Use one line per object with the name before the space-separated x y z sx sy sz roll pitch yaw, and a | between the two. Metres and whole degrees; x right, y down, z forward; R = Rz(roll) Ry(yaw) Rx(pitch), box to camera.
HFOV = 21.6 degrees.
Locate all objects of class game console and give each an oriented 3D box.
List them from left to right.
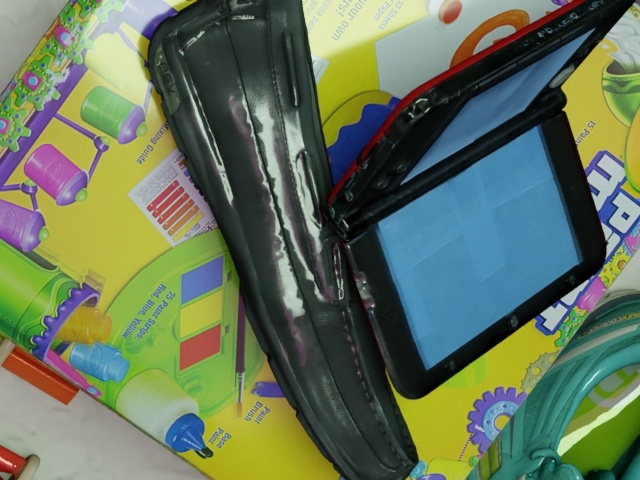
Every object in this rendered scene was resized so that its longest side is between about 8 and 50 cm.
game console | 0.080 -0.022 0.681 0.144 0.124 0.085 -32 78 -37

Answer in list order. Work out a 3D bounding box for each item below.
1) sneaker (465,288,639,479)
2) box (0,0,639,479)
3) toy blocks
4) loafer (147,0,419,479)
sneaker | 0.106 0.134 0.901 0.107 0.110 0.275 41 93 -10
box | -0.005 -0.041 0.828 0.279 0.177 0.290 37 93 -10
toy blocks | -0.168 0.092 0.893 0.148 0.054 0.123 36 94 -10
loafer | 0.000 0.000 0.706 0.078 0.076 0.223 -21 97 4
